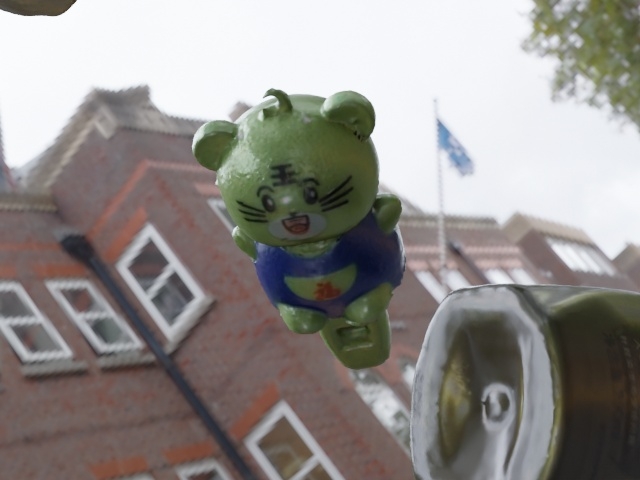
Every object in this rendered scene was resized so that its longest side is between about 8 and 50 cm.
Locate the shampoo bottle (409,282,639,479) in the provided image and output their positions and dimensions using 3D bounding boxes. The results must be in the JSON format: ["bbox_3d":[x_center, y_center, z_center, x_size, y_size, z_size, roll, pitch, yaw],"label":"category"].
[{"bbox_3d":[0.187,0.098,0.664,0.350,0.084,0.126,14,-100,-45],"label":"shampoo bottle"}]

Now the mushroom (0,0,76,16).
[{"bbox_3d":[-0.361,-0.288,1.308,0.122,0.159,0.328,-38,-16,23],"label":"mushroom"}]

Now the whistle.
[{"bbox_3d":[0.000,0.000,0.755,0.105,0.085,0.227,-10,-49,10],"label":"whistle"}]
